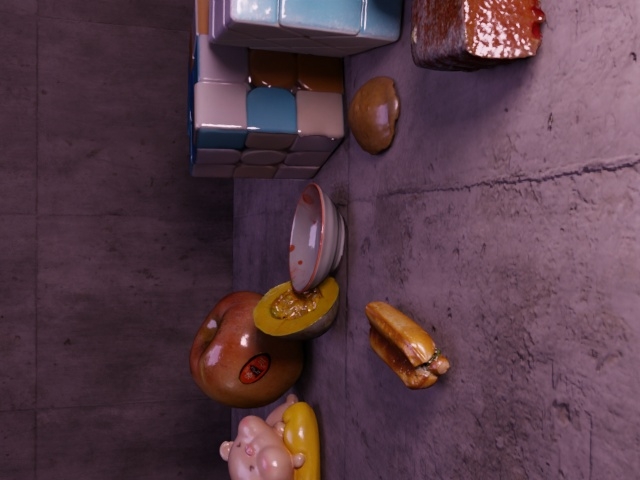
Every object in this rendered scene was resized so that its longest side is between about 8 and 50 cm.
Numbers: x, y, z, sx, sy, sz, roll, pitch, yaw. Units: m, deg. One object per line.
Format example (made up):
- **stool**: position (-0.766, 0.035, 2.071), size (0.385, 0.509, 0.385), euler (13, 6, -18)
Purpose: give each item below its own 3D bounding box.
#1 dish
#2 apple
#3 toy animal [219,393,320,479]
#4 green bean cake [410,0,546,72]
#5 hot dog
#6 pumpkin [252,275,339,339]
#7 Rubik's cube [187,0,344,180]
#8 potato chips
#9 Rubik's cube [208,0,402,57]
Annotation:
- **dish**: position (0.000, 0.000, 1.379), size (0.260, 0.085, 0.260), euler (-172, 90, -72)
- **apple**: position (-0.201, 0.330, 1.700), size (0.338, 0.305, 0.338), euler (-44, 25, 28)
- **toy animal**: position (-0.141, 0.551, 1.577), size (0.345, 0.247, 0.277), euler (-121, 36, -61)
- **green bean cake**: position (0.189, -0.326, 0.716), size (0.198, 0.097, 0.232), euler (-151, 63, -74)
- **hot dog**: position (0.133, 0.165, 0.952), size (0.249, 0.068, 0.100), euler (-141, 41, -73)
- **pumpkin**: position (-0.042, 0.176, 1.393), size (0.110, 0.217, 0.217), euler (63, -179, -34)
- **Rubik's cube**: position (-0.152, -0.362, 1.468), size (0.346, 0.347, 0.344), euler (142, 128, -69)
- **potato chips**: position (0.095, -0.241, 1.137), size (0.202, 0.049, 0.150), euler (-146, 52, -64)
- **Rubik's cube**: position (-0.037, -0.536, 1.115), size (0.319, 0.322, 0.316), euler (-148, 61, -70)
